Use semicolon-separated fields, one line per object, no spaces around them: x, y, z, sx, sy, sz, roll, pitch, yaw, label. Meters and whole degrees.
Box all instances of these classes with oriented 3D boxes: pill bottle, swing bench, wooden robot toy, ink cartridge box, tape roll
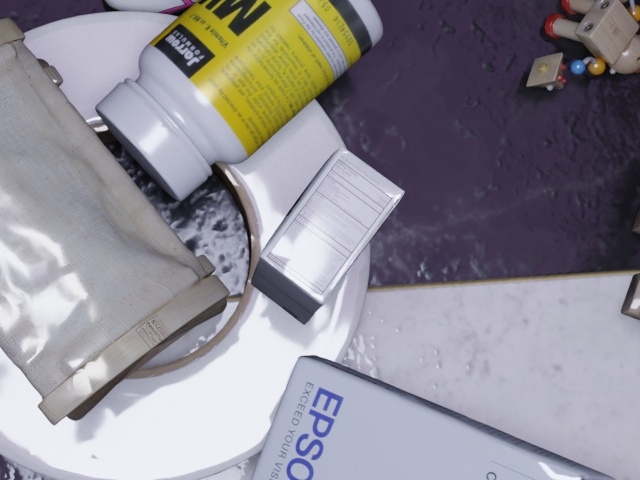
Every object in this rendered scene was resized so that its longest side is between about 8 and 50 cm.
-0.064;-0.134;1.538;0.208;0.119;0.119;-42;89;-7;pill bottle
-0.201;-0.012;1.448;0.165;0.255;0.253;-38;88;-7;swing bench
0.246;-0.176;1.674;0.079;0.076;0.173;42;82;-35;wooden robot toy
0.077;0.294;1.503;0.330;0.071;0.324;21;94;18;ink cartridge box
-0.155;0.009;1.613;0.392;0.072;0.392;0;85;-3;tape roll

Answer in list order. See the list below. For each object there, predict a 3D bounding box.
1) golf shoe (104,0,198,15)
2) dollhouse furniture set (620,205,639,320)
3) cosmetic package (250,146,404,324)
-0.091;-0.231;1.634;0.186;0.086;0.067;-14;87;-4;golf shoe
0.377;-0.058;1.514;0.174;0.355;0.303;20;83;-2;dollhouse furniture set
0.000;0.000;1.469;0.060;0.239;0.099;38;83;1;cosmetic package
